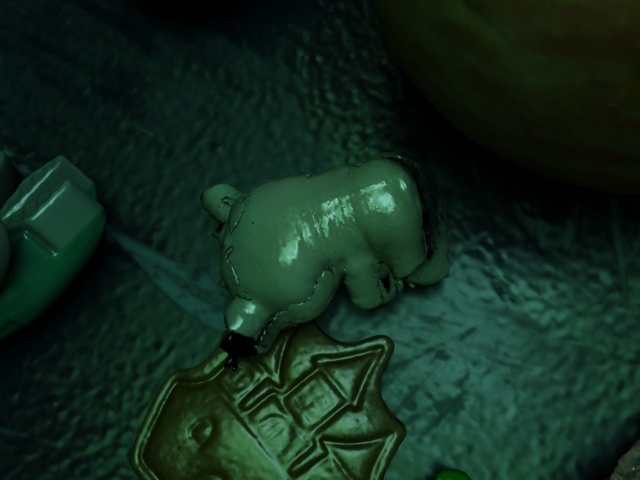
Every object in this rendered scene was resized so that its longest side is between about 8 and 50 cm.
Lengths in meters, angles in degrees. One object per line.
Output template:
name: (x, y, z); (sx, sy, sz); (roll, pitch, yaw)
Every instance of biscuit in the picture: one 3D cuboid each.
biscuit: (-0.028, 0.144, 0.559); (0.215, 0.034, 0.182); (-41, 76, -5)

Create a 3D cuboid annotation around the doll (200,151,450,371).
doll: (0.000, 0.000, 0.556); (0.192, 0.095, 0.149); (-21, 66, 3)

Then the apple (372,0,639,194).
apple: (0.212, -0.223, 0.448); (0.346, 0.391, 0.391); (25, 80, 9)

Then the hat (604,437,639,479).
hat: (0.227, 0.248, 0.470); (0.286, 0.107, 0.236); (-21, 74, -24)

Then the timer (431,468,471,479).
timer: (0.081, 0.220, 0.502); (0.136, 0.099, 0.136); (2, 69, -4)

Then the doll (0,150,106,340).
doll: (-0.283, 0.030, 0.546); (0.195, 0.153, 0.258); (8, 60, 44)
